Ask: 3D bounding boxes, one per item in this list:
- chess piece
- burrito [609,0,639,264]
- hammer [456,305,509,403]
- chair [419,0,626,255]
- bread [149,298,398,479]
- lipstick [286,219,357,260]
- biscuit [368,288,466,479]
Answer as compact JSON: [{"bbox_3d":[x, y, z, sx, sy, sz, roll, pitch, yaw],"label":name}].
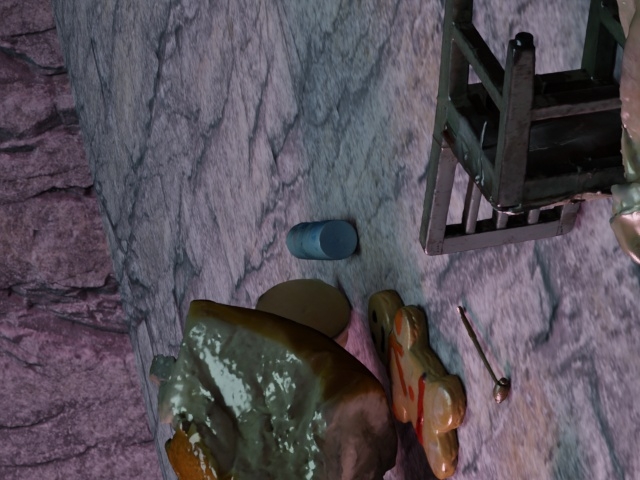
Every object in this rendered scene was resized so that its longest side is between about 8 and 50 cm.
[{"bbox_3d":[-0.028,0.228,2.182,0.117,0.117,0.397,-115,20,-44],"label":"chess piece"},{"bbox_3d":[0.239,-0.105,1.025,0.175,0.107,0.348,28,130,52],"label":"burrito"},{"bbox_3d":[0.150,0.104,1.640,0.123,0.014,0.029,-115,30,-47],"label":"hammer"},{"bbox_3d":[0.163,-0.067,1.249,0.147,0.136,0.270,-116,23,-49],"label":"chair"},{"bbox_3d":[-0.055,0.202,1.903,0.279,0.225,0.250,27,163,24],"label":"bread"},{"bbox_3d":[0.000,0.000,2.055,0.158,0.048,0.048,178,82,-75],"label":"lipstick"},{"bbox_3d":[0.095,0.140,1.835,0.234,0.030,0.153,-117,25,-46],"label":"biscuit"}]
